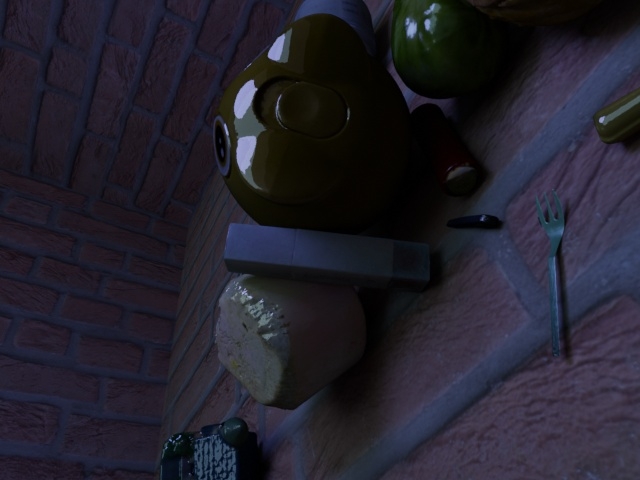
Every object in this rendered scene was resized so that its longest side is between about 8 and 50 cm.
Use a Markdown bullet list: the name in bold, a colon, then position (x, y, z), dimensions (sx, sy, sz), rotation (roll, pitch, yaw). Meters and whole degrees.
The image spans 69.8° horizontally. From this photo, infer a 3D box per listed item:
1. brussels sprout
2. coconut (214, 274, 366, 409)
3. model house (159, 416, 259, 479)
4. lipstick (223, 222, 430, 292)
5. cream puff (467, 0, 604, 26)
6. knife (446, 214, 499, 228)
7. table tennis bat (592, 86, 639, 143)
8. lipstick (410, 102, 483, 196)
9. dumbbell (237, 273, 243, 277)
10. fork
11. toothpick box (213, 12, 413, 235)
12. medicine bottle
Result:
- **brussels sprout**: position (0.238, -0.405, 0.871), dimensions (0.210, 0.219, 0.272), rotation (-13, 87, 60)
- **coconut**: position (-0.048, 0.176, 0.986), dimensions (0.297, 0.309, 0.298), rotation (19, 118, 40)
- **model house**: position (-0.265, 0.624, 1.164), dimensions (0.280, 0.245, 0.313), rotation (-44, 45, 52)
- **lipstick**: position (0.013, 0.033, 0.858), dimensions (0.076, 0.370, 0.080), rotation (98, 178, -66)
- **cream puff**: position (0.326, -0.485, 0.639), dimensions (0.327, 0.231, 0.343), rotation (-43, 64, 15)
- **knife**: position (0.260, -0.032, 0.798), dimensions (0.121, 0.031, 0.018), rotation (0, 72, 70)
- **table tennis bat**: position (0.459, -0.210, 0.495), dimensions (0.320, 0.050, 0.199), rotation (-36, 43, 45)
- **lipstick**: position (0.237, -0.182, 0.894), dimensions (0.080, 0.080, 0.241), rotation (-55, 29, 32)
- **dumbbell**: position (-0.143, 0.158, 1.310), dimensions (0.192, 0.191, 0.290), rotation (-56, 27, 30)
- **fork**: position (0.320, 0.042, 0.630), dimensions (0.039, 0.021, 0.235), rotation (-34, 45, 59)
- **toothpick box**: position (-0.016, -0.199, 0.948), dimensions (0.425, 0.408, 0.410), rotation (47, -121, -82)
- **medicine bottle**: position (0.045, -0.552, 1.363), dimensions (0.245, 0.244, 0.307), rotation (-39, 47, 49)
